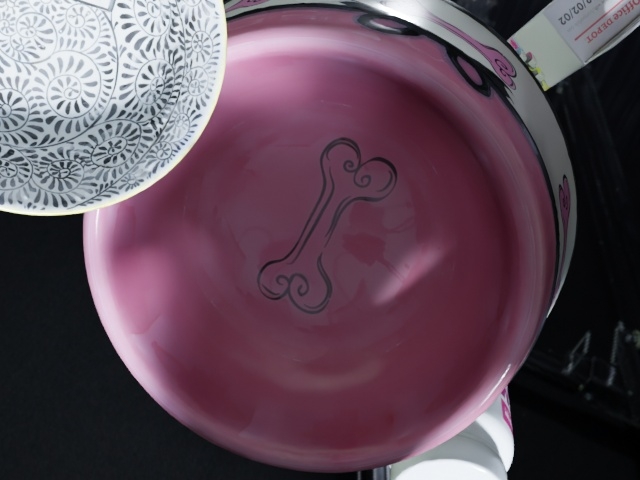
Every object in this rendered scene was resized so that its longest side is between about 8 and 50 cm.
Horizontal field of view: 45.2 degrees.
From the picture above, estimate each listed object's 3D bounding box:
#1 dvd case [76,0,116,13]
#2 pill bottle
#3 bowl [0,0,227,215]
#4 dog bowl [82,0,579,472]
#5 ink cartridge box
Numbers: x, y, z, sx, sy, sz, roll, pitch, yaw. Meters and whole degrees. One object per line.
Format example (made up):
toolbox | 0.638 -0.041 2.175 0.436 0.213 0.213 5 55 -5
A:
dvd case | -0.124 -0.128 0.271 0.120 0.087 0.013 16 -115 -19
pill bottle | 0.164 0.224 0.992 0.160 0.160 0.283 17 -147 -2
bowl | -0.138 -0.103 0.387 0.170 0.170 0.080 -2 -166 -20
dog bowl | 0.000 0.000 0.611 0.408 0.407 0.150 22 -160 4
ink cartridge box | 0.229 -0.193 0.704 0.104 0.181 0.061 -41 -87 -14
